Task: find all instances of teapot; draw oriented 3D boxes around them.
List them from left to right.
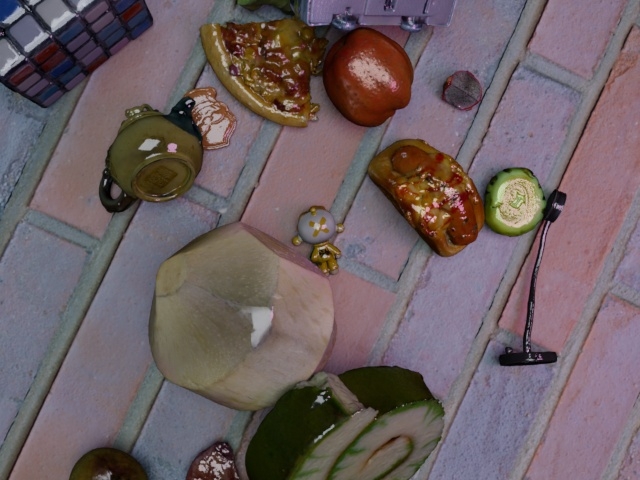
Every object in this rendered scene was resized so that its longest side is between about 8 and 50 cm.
[{"bbox_3d":[-0.328,-0.167,1.436,0.269,0.173,0.182,-39,56,19],"label":"teapot"}]

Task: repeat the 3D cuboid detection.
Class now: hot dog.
[{"bbox_3d":[0.214,-0.086,1.476,0.150,0.153,0.257,-42,94,-5],"label":"hot dog"}]

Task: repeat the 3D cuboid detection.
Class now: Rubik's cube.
[{"bbox_3d":[-0.507,-0.447,1.342,0.287,0.292,0.293,-40,95,-4],"label":"Rubik's cube"}]

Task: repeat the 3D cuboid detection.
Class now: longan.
[{"bbox_3d":[-0.390,0.460,1.410,0.154,0.176,0.145,19,51,-14],"label":"longan"}]

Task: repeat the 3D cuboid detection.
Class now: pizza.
[{"bbox_3d":[-0.087,-0.360,1.485,0.289,0.081,0.229,45,86,-2],"label":"pizza"}]

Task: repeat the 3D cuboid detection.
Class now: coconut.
[{"bbox_3d":[-0.153,0.136,1.369,0.352,0.352,0.353,0,90,-6],"label":"coconut"}]

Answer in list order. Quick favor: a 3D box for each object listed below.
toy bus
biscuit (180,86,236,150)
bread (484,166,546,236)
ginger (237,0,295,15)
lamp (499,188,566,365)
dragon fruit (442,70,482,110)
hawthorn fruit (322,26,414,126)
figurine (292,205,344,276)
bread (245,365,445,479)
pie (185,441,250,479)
[{"bbox_3d":[0.096,-0.461,1.416,0.329,0.136,0.109,-8,125,-30],"label":"toy bus"},{"bbox_3d":[-0.224,-0.240,1.501,0.102,0.019,0.130,-30,93,-4],"label":"biscuit"},{"bbox_3d":[0.388,-0.077,1.535,0.130,0.071,0.139,-14,93,-3],"label":"bread"},{"bbox_3d":[-0.025,-0.509,1.474,0.290,0.089,0.137,-22,132,-8],"label":"ginger"},{"bbox_3d":[0.464,0.089,1.539,0.108,0.130,0.371,18,78,5],"label":"lamp"},{"bbox_3d":[0.284,-0.307,1.535,0.083,0.056,0.060,25,65,-12],"label":"dragon fruit"},{"bbox_3d":[0.091,-0.315,1.454,0.189,0.189,0.189,0,90,-6],"label":"hawthorn fruit"},{"bbox_3d":[-0.004,0.003,1.502,0.101,0.068,0.143,6,102,-11],"label":"figurine"},{"bbox_3d":[0.047,0.359,1.366,0.366,0.382,0.129,-34,50,-9],"label":"bread"},{"bbox_3d":[-0.159,0.492,1.490,0.218,0.054,0.204,22,87,-7],"label":"pie"}]
